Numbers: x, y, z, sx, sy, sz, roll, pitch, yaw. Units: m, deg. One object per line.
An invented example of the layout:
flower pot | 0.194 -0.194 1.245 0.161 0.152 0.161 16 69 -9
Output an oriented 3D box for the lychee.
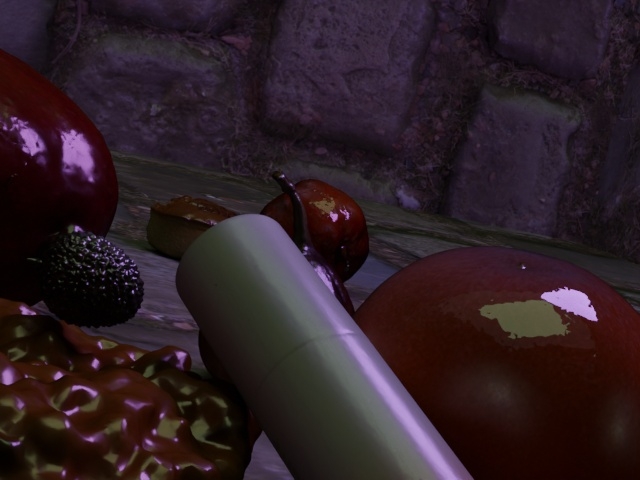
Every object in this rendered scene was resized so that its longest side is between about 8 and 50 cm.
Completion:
lychee | -0.159 0.028 0.802 0.083 0.068 0.067 18 43 -15

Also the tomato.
tomato | 0.127 0.122 0.849 0.255 0.225 0.256 8 14 -2

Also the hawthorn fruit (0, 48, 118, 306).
hawthorn fruit | -0.347 -0.062 1.141 0.311 0.295 0.295 14 8 -4

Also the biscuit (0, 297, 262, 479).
biscuit | -0.199 0.110 0.718 0.312 0.111 0.318 17 5 3

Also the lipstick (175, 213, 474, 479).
lipstick | 0.017 0.115 0.716 0.087 0.087 0.327 7 33 -42

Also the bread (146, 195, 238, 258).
bread | -0.171 -0.015 1.753 0.125 0.086 0.156 20 10 28

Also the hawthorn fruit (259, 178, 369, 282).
hawthorn fruit | 0.000 0.000 1.743 0.157 0.157 0.194 9 20 -35

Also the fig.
fig | -0.031 0.072 1.120 0.148 0.202 0.149 26 -29 -7
